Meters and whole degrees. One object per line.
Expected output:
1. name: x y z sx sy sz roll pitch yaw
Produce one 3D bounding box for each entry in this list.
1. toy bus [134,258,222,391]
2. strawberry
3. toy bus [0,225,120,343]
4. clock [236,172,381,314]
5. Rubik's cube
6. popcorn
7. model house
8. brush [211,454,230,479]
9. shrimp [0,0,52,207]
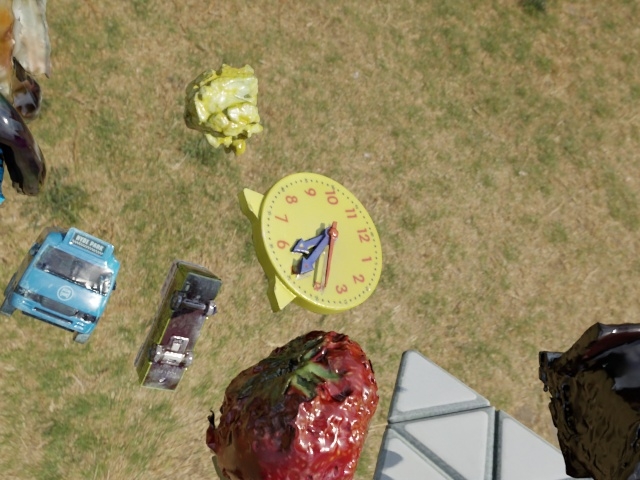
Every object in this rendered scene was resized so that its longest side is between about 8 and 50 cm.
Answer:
1. toy bus: -0.345 0.198 1.408 0.113 0.139 0.301 20 99 -32
2. strawberry: -0.029 0.280 0.888 0.274 0.274 0.220 -39 113 -30
3. toy bus: -0.361 0.050 0.829 0.114 0.246 0.134 29 80 -24
4. clock: 0.004 -0.002 1.106 0.294 0.071 0.277 -15 78 -43
5. Rubik's cube: 0.132 0.266 0.507 0.233 0.228 0.228 40 81 -10
6. popcorn: -0.214 -0.288 1.320 0.167 0.185 0.187 -7 67 0
7. model house: 0.243 0.120 0.360 0.203 0.164 0.141 -1 91 10
8. brush: -0.240 0.634 1.580 0.054 0.282 0.048 -41 108 -12
9. shrimp: -0.295 -0.210 0.336 0.221 0.110 0.445 -30 120 -15
